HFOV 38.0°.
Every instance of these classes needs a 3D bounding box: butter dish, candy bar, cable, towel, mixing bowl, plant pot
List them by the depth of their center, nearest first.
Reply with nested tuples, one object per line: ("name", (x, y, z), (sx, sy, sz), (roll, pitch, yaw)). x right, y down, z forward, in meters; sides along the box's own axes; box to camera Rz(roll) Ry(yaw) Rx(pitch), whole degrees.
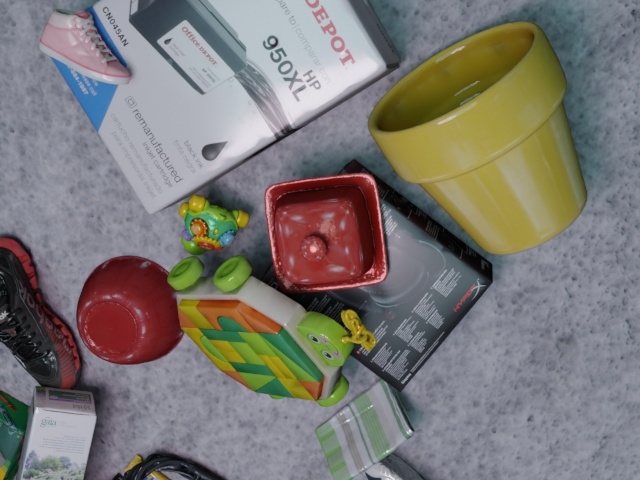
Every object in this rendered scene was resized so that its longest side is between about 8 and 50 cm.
("plant pot", (0.227, -0.121, 1.233), (0.254, 0.254, 0.239), (-28, 113, 15))
("butter dish", (0.000, 0.000, 1.237), (0.160, 0.118, 0.160), (-6, 101, 11))
("towel", (0.064, 0.291, 1.424), (0.152, 0.113, 0.023), (-39, 136, 15))
("mixing bowl", (-0.309, 0.122, 1.448), (0.181, 0.098, 0.182), (2, 103, 10))
("cable", (-0.239, 0.427, 1.495), (0.184, 0.047, 0.151), (29, 65, -9))
("candy bar", (-0.253, 0.417, 1.550), (0.161, 0.018, 0.040), (36, 107, 1))

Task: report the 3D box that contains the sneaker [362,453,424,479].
("sneaker", (0.120, 0.441, 1.449), (0.235, 0.094, 0.153), (37, 98, -11))

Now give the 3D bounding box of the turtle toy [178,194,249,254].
("turtle toy", (-0.170, -0.016, 1.391), (0.095, 0.130, 0.066), (19, 70, -22))

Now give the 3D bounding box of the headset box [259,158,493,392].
("headset box", (0.070, 0.040, 1.354), (0.293, 0.110, 0.218), (37, 106, 0))

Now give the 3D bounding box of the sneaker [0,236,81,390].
("sneaker", (-0.474, 0.133, 1.462), (0.097, 0.135, 0.276), (-23, 100, 13))

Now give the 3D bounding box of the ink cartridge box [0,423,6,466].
("ink cartridge box", (-0.574, 0.369, 1.464), (0.180, 0.104, 0.060), (-30, 96, 15))

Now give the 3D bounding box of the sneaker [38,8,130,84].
("sneaker", (-0.301, -0.256, 1.210), (0.134, 0.051, 0.070), (28, 112, 9))

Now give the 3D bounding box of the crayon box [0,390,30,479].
("crayon box", (-0.602, 0.377, 1.569), (0.165, 0.081, 0.278), (29, 107, 2))

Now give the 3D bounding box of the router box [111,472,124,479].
("router box", (-0.297, 0.477, 1.512), (0.179, 0.133, 0.046), (40, 108, -1))

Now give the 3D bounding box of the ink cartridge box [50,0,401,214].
("ink cartridge box", (-0.130, -0.261, 1.287), (0.394, 0.166, 0.285), (-30, 96, 16))

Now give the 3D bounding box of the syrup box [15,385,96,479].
("syrup box", (-0.422, 0.356, 1.458), (0.093, 0.096, 0.237), (10, 99, -20))

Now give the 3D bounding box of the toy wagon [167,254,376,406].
("toy wagon", (-0.067, 0.135, 1.317), (0.344, 0.068, 0.267), (-2, 133, 50))

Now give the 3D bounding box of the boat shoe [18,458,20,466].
("boat shoe", (-0.491, 0.455, 1.567), (0.075, 0.083, 0.226), (-2, 104, 9))
